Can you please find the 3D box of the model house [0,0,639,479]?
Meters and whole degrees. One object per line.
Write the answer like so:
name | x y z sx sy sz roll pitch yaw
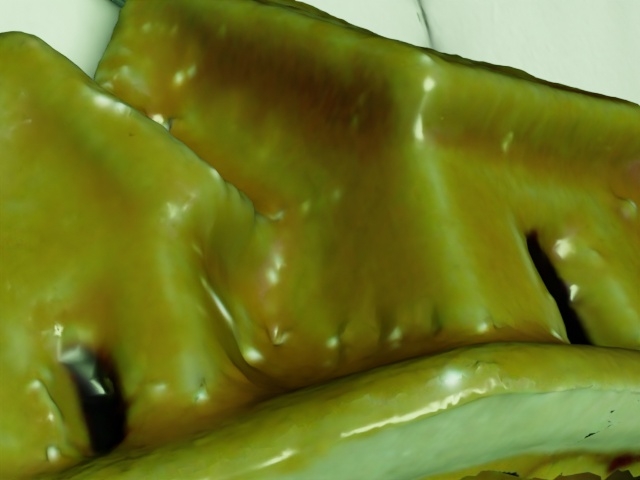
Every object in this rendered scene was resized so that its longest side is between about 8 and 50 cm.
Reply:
model house | -0.004 -0.004 0.554 0.268 0.173 0.239 10 51 -43

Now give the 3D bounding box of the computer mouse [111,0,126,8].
computer mouse | -0.035 -0.217 0.671 0.159 0.097 0.288 37 50 -33
